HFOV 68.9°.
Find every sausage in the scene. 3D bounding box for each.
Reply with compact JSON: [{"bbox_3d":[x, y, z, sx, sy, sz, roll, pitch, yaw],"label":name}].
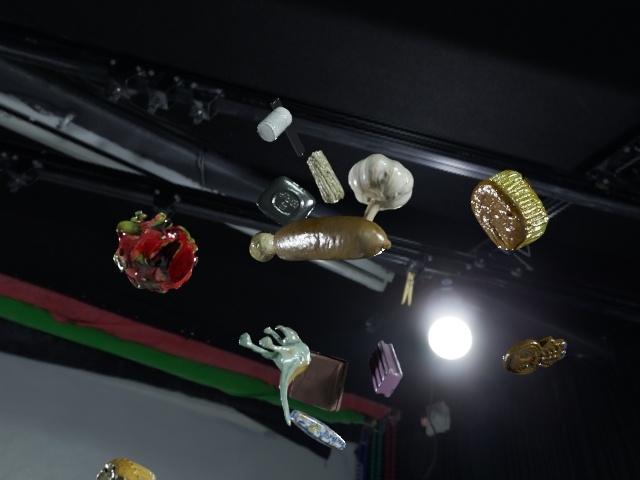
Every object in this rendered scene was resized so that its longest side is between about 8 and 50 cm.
[{"bbox_3d":[-0.002,-0.001,1.304,0.136,0.123,0.500,29,-17,-28],"label":"sausage"}]

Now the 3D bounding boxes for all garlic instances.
[{"bbox_3d":[0.154,-0.126,1.369,0.199,0.226,0.199,24,-14,6],"label":"garlic"}]

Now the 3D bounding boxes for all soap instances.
[{"bbox_3d":[0.252,0.504,1.845,0.065,0.203,0.122,22,-70,-12],"label":"soap"}]

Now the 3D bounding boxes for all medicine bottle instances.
[{"bbox_3d":[-0.122,-0.310,1.245,0.057,0.089,0.057,22,-37,18],"label":"medicine bottle"}]

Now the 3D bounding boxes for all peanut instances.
[{"bbox_3d":[-0.253,0.025,2.088,0.129,0.129,0.224,21,-20,-14],"label":"peanut"}]

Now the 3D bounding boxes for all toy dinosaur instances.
[{"bbox_3d":[-0.100,0.310,1.225,0.205,0.393,0.092,34,-81,-28],"label":"toy dinosaur"}]

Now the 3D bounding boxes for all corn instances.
[{"bbox_3d":[0.015,-0.239,1.767,0.087,0.087,0.211,-19,-73,31],"label":"corn"}]

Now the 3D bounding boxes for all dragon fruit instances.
[{"bbox_3d":[-0.351,0.015,0.978,0.171,0.160,0.167,23,-70,19],"label":"dragon fruit"}]

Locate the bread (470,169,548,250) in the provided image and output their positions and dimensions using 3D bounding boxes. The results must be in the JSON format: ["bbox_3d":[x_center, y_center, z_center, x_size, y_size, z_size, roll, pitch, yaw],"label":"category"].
[{"bbox_3d":[0.623,-0.097,1.555,0.142,0.254,0.227,-18,-20,-16],"label":"bread"}]

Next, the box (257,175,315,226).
[{"bbox_3d":[-0.144,-0.164,2.010,0.212,0.201,0.042,38,-18,-7],"label":"box"}]

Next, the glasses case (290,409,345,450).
[{"bbox_3d":[-0.010,0.728,1.787,0.248,0.065,0.087,39,-25,-13],"label":"glasses case"}]

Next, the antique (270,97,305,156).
[{"bbox_3d":[-0.096,-0.338,1.402,0.015,0.031,0.192,11,-37,40],"label":"antique"}]

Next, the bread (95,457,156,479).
[{"bbox_3d":[-0.532,0.740,1.278,0.149,0.274,0.274,14,-34,-40],"label":"bread"}]

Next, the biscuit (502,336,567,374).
[{"bbox_3d":[0.583,0.313,1.267,0.174,0.026,0.124,-14,-56,0],"label":"biscuit"}]

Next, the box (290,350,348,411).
[{"bbox_3d":[-0.008,0.588,1.974,0.215,0.215,0.086,10,-6,26],"label":"box"}]
